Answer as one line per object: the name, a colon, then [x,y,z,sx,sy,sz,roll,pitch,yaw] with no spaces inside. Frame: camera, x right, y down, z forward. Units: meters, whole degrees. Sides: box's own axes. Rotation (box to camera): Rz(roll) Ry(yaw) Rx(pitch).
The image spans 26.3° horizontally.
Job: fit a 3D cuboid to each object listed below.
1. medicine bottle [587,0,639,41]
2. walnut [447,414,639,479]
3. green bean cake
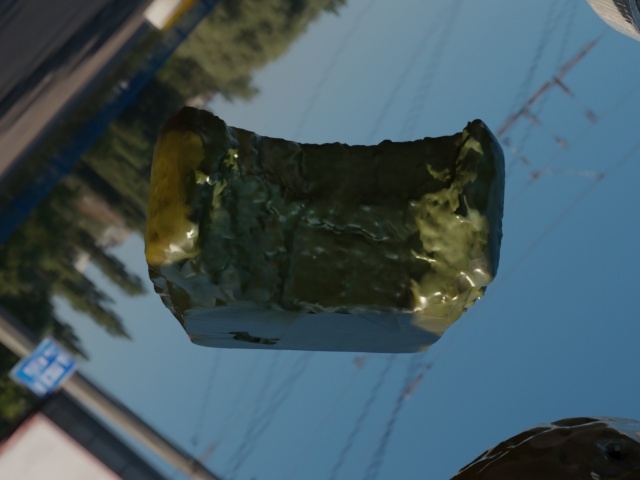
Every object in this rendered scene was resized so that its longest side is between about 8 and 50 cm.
medicine bottle: [0.333,-0.178,0.905,0.208,0.208,0.340,-48,-144,0]
walnut: [0.158,0.201,0.805,0.245,0.198,0.198,-16,175,-26]
green bean cake: [0.000,0.000,0.964,0.233,0.236,0.124,101,-9,-73]
